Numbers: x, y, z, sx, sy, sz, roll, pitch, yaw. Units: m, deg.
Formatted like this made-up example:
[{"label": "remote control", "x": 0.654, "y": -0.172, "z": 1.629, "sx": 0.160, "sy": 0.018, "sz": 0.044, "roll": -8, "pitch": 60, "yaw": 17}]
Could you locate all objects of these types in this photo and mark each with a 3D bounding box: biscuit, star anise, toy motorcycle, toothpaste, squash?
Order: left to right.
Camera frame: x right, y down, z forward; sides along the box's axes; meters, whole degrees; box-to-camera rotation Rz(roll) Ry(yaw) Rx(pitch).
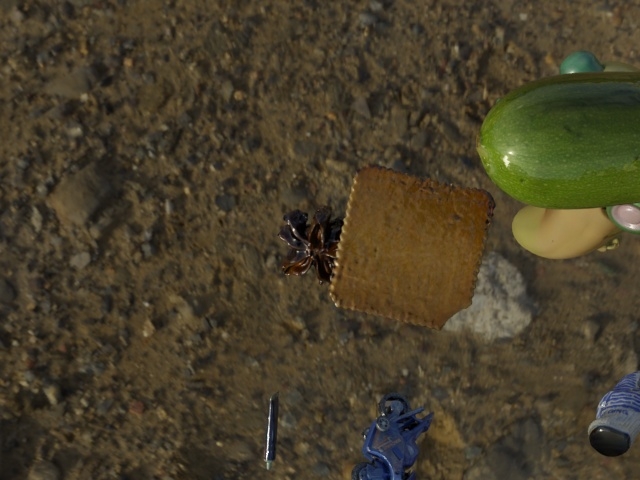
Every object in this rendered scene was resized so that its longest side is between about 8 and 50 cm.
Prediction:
[{"label": "toothpaste", "x": -0.085, "y": 0.334, "z": 1.456, "sx": 0.021, "sy": 0.037, "sz": 0.140, "roll": 7, "pitch": 97, "yaw": 16}, {"label": "star anise", "x": 0.000, "y": 0.000, "z": 1.783, "sx": 0.220, "sy": 0.190, "sz": 0.126, "roll": -31, "pitch": 46, "yaw": 41}, {"label": "toy motorcycle", "x": 0.131, "y": 0.369, "z": 1.480, "sx": 0.114, "sy": 0.076, "sz": 0.205, "roll": 29, "pitch": 53, "yaw": -2}, {"label": "biscuit", "x": 0.144, "y": 0.013, "z": 1.319, "sx": 0.232, "sy": 0.013, "sz": 0.237, "roll": 13, "pitch": 88, "yaw": 0}, {"label": "squash", "x": 0.174, "y": -0.054, "z": 0.404, "sx": 0.201, "sy": 0.066, "sz": 0.066, "roll": -8, "pitch": 65, "yaw": -5}]

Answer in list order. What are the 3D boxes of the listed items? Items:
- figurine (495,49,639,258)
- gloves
[{"label": "figurine", "x": 0.285, "y": -0.085, "z": 0.968, "sx": 0.222, "sy": 0.324, "sz": 0.124, "roll": 35, "pitch": 66, "yaw": 7}, {"label": "gloves", "x": 0.538, "y": 0.287, "z": 1.433, "sx": 0.229, "sy": 0.119, "sz": 0.097, "roll": -20, "pitch": 66, "yaw": -40}]
